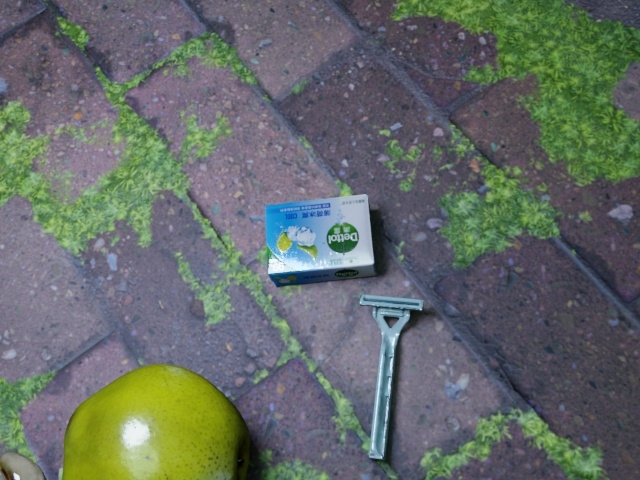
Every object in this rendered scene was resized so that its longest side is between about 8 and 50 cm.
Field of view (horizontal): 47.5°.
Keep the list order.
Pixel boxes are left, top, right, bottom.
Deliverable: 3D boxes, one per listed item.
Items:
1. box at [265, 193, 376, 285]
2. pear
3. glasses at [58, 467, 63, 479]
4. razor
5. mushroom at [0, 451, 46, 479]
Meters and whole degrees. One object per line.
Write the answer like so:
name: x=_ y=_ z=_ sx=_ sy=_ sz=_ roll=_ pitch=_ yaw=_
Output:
box: x=0.000 y=0.000 z=1.341 sx=0.194 sy=0.073 sz=0.139 roll=-6 pitch=68 yaw=5
pear: x=-0.253 y=0.336 z=1.146 sx=0.294 sy=0.294 sz=0.294 roll=-3 pitch=69 yaw=7
glasses: x=-0.431 y=0.488 z=1.164 sx=0.239 sy=0.102 sz=0.207 roll=43 pitch=69 yaw=-24
razor: x=0.112 y=0.235 z=1.255 sx=0.111 sy=0.056 sz=0.278 roll=4 pitch=77 yaw=11
mushroom: x=-0.575 y=0.515 z=1.214 sx=0.159 sy=0.122 sz=0.329 roll=41 pitch=78 yaw=-16
